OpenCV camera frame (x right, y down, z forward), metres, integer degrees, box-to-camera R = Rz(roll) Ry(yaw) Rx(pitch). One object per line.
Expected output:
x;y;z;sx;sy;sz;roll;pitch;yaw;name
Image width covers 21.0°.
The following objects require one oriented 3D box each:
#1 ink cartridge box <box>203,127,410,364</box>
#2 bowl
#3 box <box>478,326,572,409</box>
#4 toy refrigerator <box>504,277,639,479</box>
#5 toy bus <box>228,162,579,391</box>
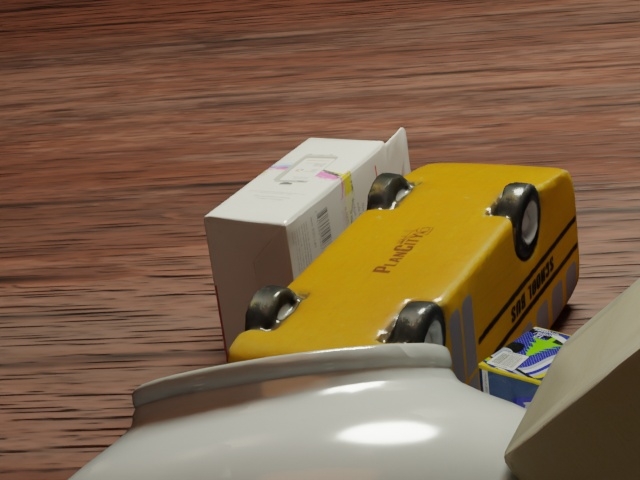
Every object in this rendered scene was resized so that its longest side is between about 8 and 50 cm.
0.000;0.000;1.230;0.067;0.115;0.198;5;25;28;ink cartridge box
-0.003;0.121;0.752;0.297;0.134;0.298;-7;-10;-1;bowl
0.162;0.095;0.870;0.169;0.059;0.054;13;30;42;box
0.208;0.130;0.675;0.094;0.269;0.102;-45;1;32;toy refrigerator
0.064;0.046;1.082;0.108;0.130;0.332;5;26;24;toy bus
